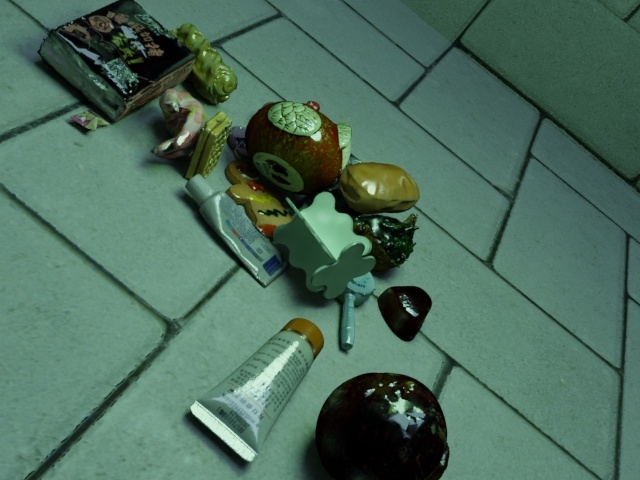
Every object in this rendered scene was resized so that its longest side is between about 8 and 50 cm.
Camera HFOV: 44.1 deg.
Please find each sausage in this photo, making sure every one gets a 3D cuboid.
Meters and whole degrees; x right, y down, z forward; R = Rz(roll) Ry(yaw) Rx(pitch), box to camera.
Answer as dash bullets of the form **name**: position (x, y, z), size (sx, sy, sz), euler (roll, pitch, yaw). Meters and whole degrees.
- **sausage**: position (0.147, -0.125, 1.930), size (0.241, 0.120, 0.136), euler (-7, 50, -50)

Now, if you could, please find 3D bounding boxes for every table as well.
- **table**: position (0.000, 0.000, 1.702), size (0.167, 0.166, 0.198), euler (1, 41, -44)

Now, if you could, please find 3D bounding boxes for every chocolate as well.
- **chocolate**: position (0.204, 0.148, 1.838), size (0.125, 0.080, 0.149), euler (43, 34, 4)

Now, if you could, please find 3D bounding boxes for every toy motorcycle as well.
- **toy motorcycle**: position (0.014, -0.180, 2.033), size (0.173, 0.108, 0.307), euler (4, 47, -30)

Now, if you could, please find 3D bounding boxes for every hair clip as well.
- **hair clip**: position (-0.159, -0.241, 1.986), size (0.187, 0.056, 0.146), euler (-16, 62, -42)

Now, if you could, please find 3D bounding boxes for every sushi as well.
- **sushi**: position (0.166, -0.001, 1.921), size (0.287, 0.140, 0.149), euler (-3, 44, -46)

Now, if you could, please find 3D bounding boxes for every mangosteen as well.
- **mangosteen**: position (0.118, 0.373, 1.398), size (0.231, 0.232, 0.289), euler (-51, 129, -57)

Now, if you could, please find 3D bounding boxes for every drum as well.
- **drum**: position (0.047, 0.125, 1.738), size (0.130, 0.049, 0.253), euler (36, 35, -6)

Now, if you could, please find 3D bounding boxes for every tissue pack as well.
- **tissue pack**: position (-0.462, -0.422, 1.837), size (0.245, 0.123, 0.332), euler (42, 36, -6)

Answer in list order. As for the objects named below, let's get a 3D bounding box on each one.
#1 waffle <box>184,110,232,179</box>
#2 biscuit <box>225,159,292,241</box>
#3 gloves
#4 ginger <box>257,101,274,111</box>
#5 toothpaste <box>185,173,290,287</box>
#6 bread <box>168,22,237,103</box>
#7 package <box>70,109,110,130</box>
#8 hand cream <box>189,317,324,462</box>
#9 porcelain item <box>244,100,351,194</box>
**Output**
- **waffle**: position (-0.248, -0.206, 1.754), size (0.042, 0.148, 0.102), euler (30, 35, 2)
- **biscuit**: position (-0.142, -0.098, 1.834), size (0.166, 0.036, 0.250), euler (1, 49, -46)
- **gloves**: position (-0.306, -0.255, 1.755), size (0.126, 0.145, 0.241), euler (8, 29, -24)
- **ginger**: position (-0.094, -0.316, 2.101), size (0.190, 0.069, 0.095), euler (17, 34, -45)
- **toothpaste**: position (-0.183, -0.028, 1.694), size (0.099, 0.068, 0.282), euler (-41, 91, -24)
- **bread**: position (-0.309, -0.448, 2.012), size (0.088, 0.128, 0.232), euler (-27, 68, -38)
- **package**: position (-0.489, -0.257, 1.690), size (0.059, 0.029, 0.083), euler (31, 22, 1)
- **hand cream**: position (-0.092, 0.256, 1.412), size (0.140, 0.089, 0.314), euler (42, 37, 6)
- **porcelain item**: position (-0.045, -0.241, 1.864), size (0.253, 0.253, 0.253), euler (26, 35, -20)
